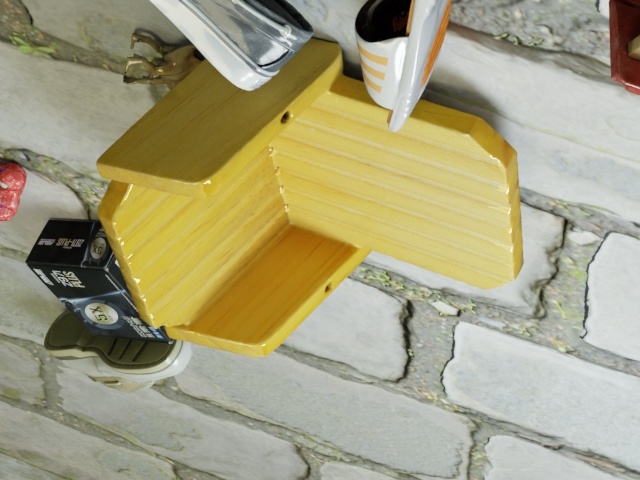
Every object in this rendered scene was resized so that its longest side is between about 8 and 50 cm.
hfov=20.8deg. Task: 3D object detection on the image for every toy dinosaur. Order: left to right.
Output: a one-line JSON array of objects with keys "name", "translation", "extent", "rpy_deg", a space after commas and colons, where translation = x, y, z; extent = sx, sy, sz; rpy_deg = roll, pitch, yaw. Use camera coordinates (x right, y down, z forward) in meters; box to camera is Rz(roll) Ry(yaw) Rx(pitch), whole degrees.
[{"name": "toy dinosaur", "translation": [-0.162, -0.194, 1.882], "extent": [0.093, 0.053, 0.183], "rpy_deg": [11, 160, -8]}]

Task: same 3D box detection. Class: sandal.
[{"name": "sandal", "translation": [0.075, -0.214, 1.608], "extent": [0.076, 0.102, 0.265], "rpy_deg": [21, 143, 9]}]

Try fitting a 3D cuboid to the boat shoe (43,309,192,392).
[{"name": "boat shoe", "translation": [-0.270, 0.156, 2.496], "extent": [0.302, 0.113, 0.103], "rpy_deg": [6, 150, 50]}]

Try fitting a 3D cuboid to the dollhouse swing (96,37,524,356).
[{"name": "dollhouse swing", "translation": [0.000, 0.000, 1.843], "extent": [0.305, 0.315, 0.347], "rpy_deg": [34, 157, 26]}]

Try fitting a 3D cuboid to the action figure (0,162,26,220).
[{"name": "action figure", "translation": [-0.480, -0.059, 2.290], "extent": [0.139, 0.091, 0.280], "rpy_deg": [24, 155, -26]}]

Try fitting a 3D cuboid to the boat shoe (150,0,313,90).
[{"name": "boat shoe", "translation": [-0.131, -0.278, 1.655], "extent": [0.102, 0.108, 0.301], "rpy_deg": [-39, 104, 24]}]

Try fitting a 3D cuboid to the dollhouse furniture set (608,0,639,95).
[{"name": "dollhouse furniture set", "translation": [0.432, -0.174, 1.382], "extent": [0.374, 0.152, 0.201], "rpy_deg": [16, 156, -23]}]

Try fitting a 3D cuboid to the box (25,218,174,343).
[{"name": "box", "translation": [-0.283, 0.055, 2.354], "extent": [0.147, 0.077, 0.180], "rpy_deg": [4, 146, 34]}]
